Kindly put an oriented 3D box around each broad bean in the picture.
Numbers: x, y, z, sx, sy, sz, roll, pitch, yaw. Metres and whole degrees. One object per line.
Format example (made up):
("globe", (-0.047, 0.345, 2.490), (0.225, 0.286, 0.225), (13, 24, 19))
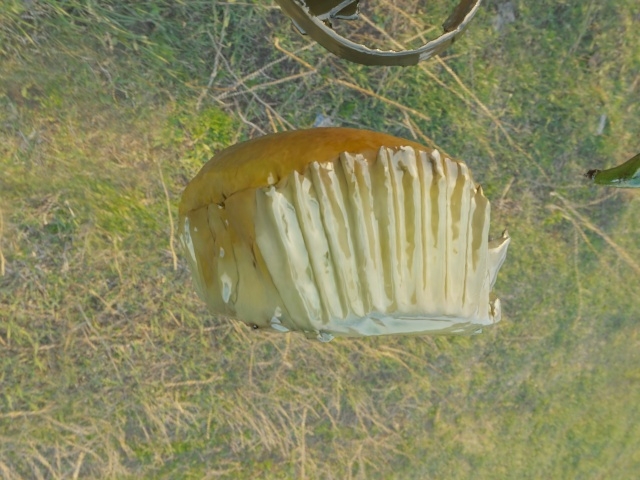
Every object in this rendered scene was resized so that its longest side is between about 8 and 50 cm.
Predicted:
("broad bean", (0.415, -0.098, 0.623), (0.195, 0.061, 0.046), (-16, 116, 15))

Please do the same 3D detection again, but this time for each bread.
("bread", (-0.009, -0.002, 0.539), (0.236, 0.389, 0.183), (9, 82, -39))

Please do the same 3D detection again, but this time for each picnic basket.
("picnic basket", (0.025, -0.190, 0.354), (0.128, 0.178, 0.138), (-42, 172, -7))
